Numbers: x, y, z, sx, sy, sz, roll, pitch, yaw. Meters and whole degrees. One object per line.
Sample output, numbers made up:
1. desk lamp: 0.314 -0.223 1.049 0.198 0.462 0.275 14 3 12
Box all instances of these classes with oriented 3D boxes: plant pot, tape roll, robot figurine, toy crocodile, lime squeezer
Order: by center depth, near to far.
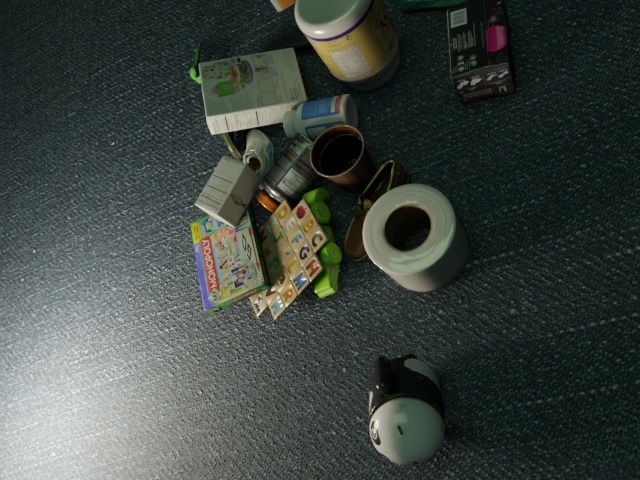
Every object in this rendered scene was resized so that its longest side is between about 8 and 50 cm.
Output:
1. robot figurine: 0.195 0.385 1.324 0.209 0.278 0.174 22 115 -4
2. tape roll: 0.252 -0.005 1.494 0.246 0.169 0.246 -9 67 23
3. toy crocodile: 0.000 0.000 1.667 0.115 0.105 0.341 -31 60 36
4. plant pot: 0.081 -0.227 1.672 0.166 0.165 0.167 -10 66 24
5. lime squeezer: -0.428 -0.634 2.172 0.109 0.059 0.310 -31 52 -22

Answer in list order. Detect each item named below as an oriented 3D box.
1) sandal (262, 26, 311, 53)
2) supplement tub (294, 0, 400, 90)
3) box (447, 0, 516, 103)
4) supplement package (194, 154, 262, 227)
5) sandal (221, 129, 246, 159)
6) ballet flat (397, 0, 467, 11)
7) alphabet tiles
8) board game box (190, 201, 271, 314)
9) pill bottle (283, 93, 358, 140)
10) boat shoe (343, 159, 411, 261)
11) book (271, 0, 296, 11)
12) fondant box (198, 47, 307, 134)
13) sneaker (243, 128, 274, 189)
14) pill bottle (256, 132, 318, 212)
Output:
1. sandal: -0.091 -0.698 2.022 0.254 0.054 0.097 -1 62 37
2. supplement tub: 0.095 -0.629 1.726 0.240 0.331 0.241 -10 67 24
3. box: 0.455 -0.538 1.620 0.163 0.142 0.248 -8 66 25
4. supplement package: -0.280 -0.150 1.753 0.105 0.105 0.179 24 81 30
5. sandal: -0.300 -0.421 1.979 0.086 0.120 0.303 -12 64 7
6. ballet flat: 0.355 -0.779 1.798 0.247 0.087 0.083 1 71 27
7. alphabet tiles: -0.117 0.052 1.681 0.342 0.011 0.285 -48 49 25
8. board game box: -0.283 0.042 1.761 0.213 0.046 0.318 -25 60 14
9. pill bottle: -0.001 -0.382 1.800 0.221 0.124 0.124 -4 69 25
10. boat shoe: 0.141 -0.091 1.622 0.110 0.104 0.308 23 82 32
11. book: -0.117 -0.909 2.085 0.144 0.096 0.035 -21 62 18
12. fondant box: -0.225 -0.501 1.906 0.330 0.096 0.239 -10 63 -5
13. sneaker: -0.208 -0.282 1.885 0.087 0.092 0.229 -25 60 18
14. pill bottle: -0.091 -0.200 1.763 0.246 0.130 0.130 -49 57 9
